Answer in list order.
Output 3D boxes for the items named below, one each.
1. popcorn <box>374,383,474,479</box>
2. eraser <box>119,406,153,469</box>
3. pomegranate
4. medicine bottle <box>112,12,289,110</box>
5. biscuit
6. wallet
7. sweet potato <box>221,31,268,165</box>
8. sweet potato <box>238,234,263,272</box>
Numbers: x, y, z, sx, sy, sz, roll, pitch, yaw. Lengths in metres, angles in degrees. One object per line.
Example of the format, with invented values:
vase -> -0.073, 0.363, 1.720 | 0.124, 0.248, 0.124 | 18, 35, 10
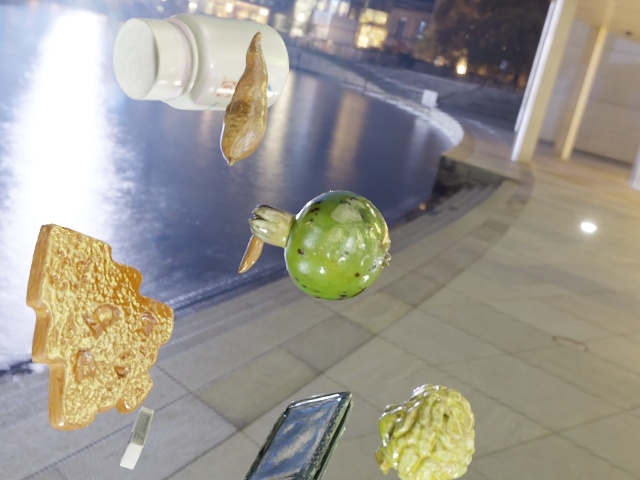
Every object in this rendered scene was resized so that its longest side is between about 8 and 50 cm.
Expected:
popcorn -> 0.258, 0.474, 1.942 | 0.224, 0.270, 0.258 | 52, -14, -4
eraser -> -0.321, 0.345, 1.404 | 0.029, 0.052, 0.122 | 23, 16, -10
pomegranate -> 0.000, 0.000, 1.353 | 0.248, 0.202, 0.202 | 20, 13, 3
medicine bottle -> -0.210, -0.318, 1.438 | 0.170, 0.170, 0.293 | 23, 22, 38
biscuit -> -0.332, 0.111, 1.162 | 0.043, 0.306, 0.284 | -9, 22, 31
wallet -> -0.057, 0.544, 2.098 | 0.237, 0.075, 0.342 | -17, 24, 32
sweet potato -> -0.107, -0.204, 1.199 | 0.068, 0.226, 0.068 | 9, -16, 3
sweet potato -> -0.144, 0.002, 1.876 | 0.044, 0.179, 0.044 | 32, 13, -8
